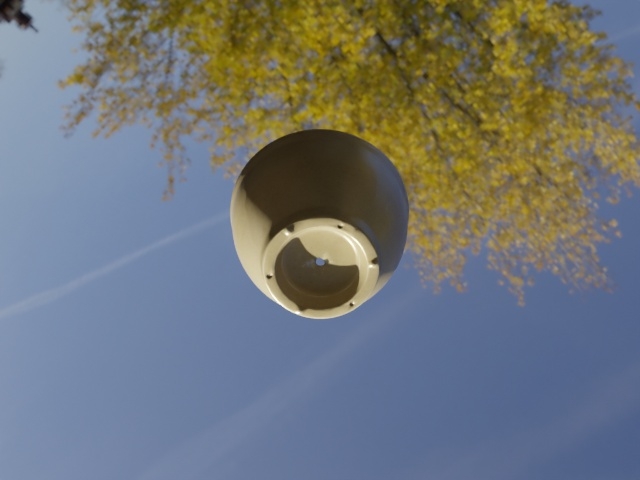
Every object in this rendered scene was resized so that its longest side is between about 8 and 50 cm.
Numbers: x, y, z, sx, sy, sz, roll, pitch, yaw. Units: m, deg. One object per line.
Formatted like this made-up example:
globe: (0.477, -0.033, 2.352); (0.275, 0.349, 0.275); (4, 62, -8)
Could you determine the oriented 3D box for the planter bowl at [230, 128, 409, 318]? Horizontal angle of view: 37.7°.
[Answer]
planter bowl: (0.000, 0.000, 0.803); (0.162, 0.162, 0.109); (-36, -157, 17)
